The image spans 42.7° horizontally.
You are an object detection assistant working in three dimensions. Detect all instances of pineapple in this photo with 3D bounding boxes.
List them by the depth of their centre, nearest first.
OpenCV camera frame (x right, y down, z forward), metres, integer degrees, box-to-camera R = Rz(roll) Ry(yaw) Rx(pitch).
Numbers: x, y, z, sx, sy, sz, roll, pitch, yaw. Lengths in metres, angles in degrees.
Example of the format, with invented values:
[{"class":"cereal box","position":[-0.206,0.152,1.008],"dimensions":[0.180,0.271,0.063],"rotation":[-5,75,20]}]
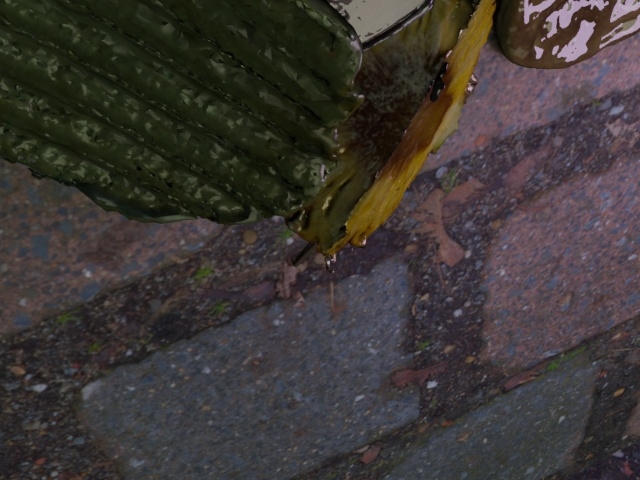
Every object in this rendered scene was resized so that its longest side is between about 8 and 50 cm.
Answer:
[{"class":"pineapple","position":[0.043,-0.172,0.898],"dimensions":[0.344,0.209,0.286],"rotation":[-61,169,14]}]

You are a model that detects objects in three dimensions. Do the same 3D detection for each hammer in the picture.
[{"class":"hammer","position":[0.000,0.000,1.128],"dimensions":[0.035,0.019,0.110],"rotation":[22,119,-44]}]

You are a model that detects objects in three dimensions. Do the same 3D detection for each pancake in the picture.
[{"class":"pancake","position":[0.341,-0.332,0.989],"dimensions":[0.294,0.049,0.294],"rotation":[-19,139,-18]}]

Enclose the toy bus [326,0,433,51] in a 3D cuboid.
[{"class":"toy bus","position":[-0.031,-0.301,0.633],"dimensions":[0.112,0.138,0.317],"rotation":[-30,113,0]}]

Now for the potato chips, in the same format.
[{"class":"potato chips","position":[-0.171,-0.148,0.675],"dimensions":[0.429,0.070,0.358],"rotation":[28,139,-14]}]
